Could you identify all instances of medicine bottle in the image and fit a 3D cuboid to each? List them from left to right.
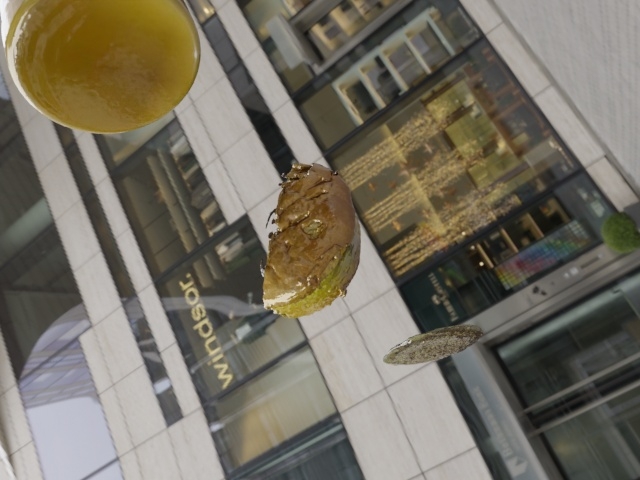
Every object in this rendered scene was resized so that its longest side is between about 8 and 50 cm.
[{"bbox_3d":[-0.309,-0.309,0.804,0.238,0.238,0.232,30,-152,-53],"label":"medicine bottle"}]

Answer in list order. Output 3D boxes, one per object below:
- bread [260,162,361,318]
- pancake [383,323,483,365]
[{"bbox_3d":[-0.001,0.003,0.981,0.160,0.147,0.260,56,-141,-56],"label":"bread"},{"bbox_3d":[0.124,0.117,0.647,0.115,0.115,0.011,29,-141,-54],"label":"pancake"}]
